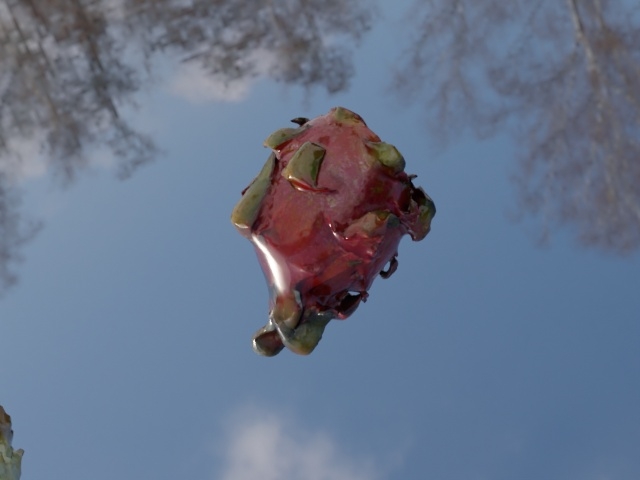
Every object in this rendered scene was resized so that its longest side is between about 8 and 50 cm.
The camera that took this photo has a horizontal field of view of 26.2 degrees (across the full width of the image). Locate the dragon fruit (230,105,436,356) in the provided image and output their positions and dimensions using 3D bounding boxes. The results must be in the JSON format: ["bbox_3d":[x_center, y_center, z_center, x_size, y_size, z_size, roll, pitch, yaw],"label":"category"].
[{"bbox_3d":[0.000,0.000,1.020,0.150,0.208,0.133,-1,-149,-48],"label":"dragon fruit"}]

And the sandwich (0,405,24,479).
[{"bbox_3d":[-0.129,0.140,0.320,0.254,0.100,0.288,-7,-136,46],"label":"sandwich"}]
